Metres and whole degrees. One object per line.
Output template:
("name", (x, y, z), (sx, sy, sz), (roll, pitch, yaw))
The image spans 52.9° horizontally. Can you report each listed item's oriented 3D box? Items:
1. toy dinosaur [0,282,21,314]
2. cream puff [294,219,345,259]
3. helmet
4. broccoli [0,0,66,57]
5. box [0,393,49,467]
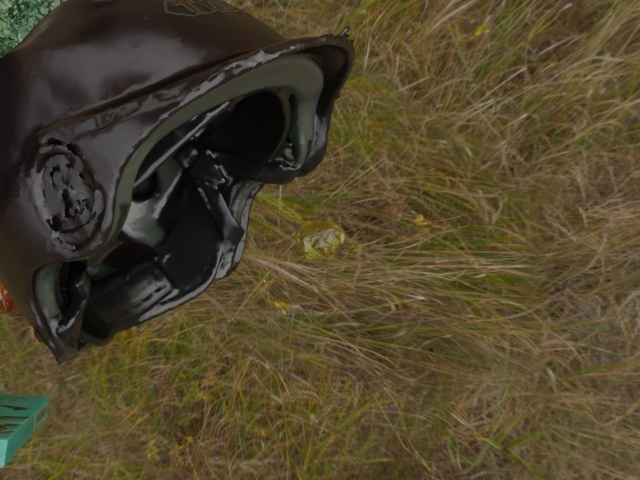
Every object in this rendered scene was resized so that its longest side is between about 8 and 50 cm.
("toy dinosaur", (-0.436, 0.057, 1.076), (0.097, 0.432, 0.208), (33, 100, 35))
("cream puff", (0.000, 0.000, 1.096), (0.083, 0.083, 0.058), (-27, 124, -12))
("helmet", (-0.126, -0.070, 0.445), (0.177, 0.225, 0.305), (46, 121, 13))
("broccoli", (-0.450, -0.282, 0.927), (0.270, 0.270, 0.270), (-43, 91, -8))
("box", (-0.473, 0.247, 0.863), (0.160, 0.226, 0.042), (6, 88, -10))
